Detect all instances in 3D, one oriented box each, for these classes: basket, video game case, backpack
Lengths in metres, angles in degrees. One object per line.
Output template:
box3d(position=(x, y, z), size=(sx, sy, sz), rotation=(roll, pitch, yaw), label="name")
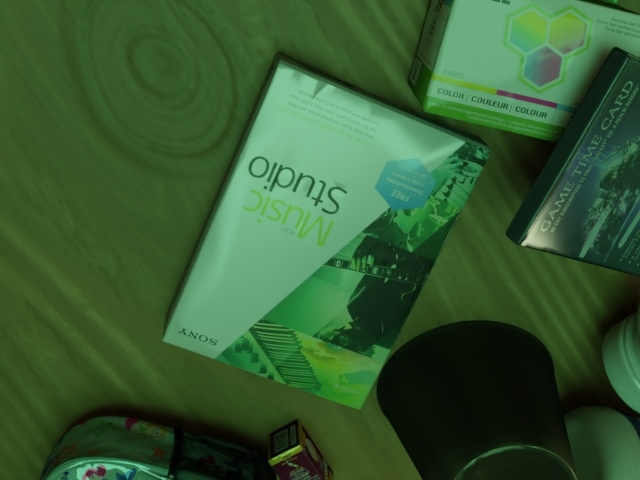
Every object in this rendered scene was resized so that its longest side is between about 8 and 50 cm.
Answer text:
box3d(position=(0.173, 0.202, 1.013), size=(0.204, 0.227, 0.154), rotation=(-9, 112, -1), label="basket")
box3d(position=(0.321, -0.060, 0.961), size=(0.274, 0.026, 0.196), rotation=(13, 113, -38), label="video game case")
box3d(position=(-0.192, 0.317, 1.063), size=(0.253, 0.191, 0.225), rotation=(21, 109, -6), label="backpack")

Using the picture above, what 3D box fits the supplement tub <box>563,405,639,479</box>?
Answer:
box3d(position=(0.402, 0.326, 1.075), size=(0.316, 0.228, 0.228), rotation=(17, 109, -10), label="supplement tub")

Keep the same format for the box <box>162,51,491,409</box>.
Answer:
box3d(position=(0.000, 0.000, 1.013), size=(0.232, 0.058, 0.322), rotation=(21, 109, -11), label="box")

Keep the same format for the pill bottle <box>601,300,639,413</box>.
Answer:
box3d(position=(0.416, 0.081, 0.973), size=(0.152, 0.152, 0.272), rotation=(30, 140, -14), label="pill bottle")

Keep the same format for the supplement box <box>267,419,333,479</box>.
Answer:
box3d(position=(-0.022, 0.256, 1.113), size=(0.043, 0.055, 0.083), rotation=(-28, 111, 7), label="supplement box")

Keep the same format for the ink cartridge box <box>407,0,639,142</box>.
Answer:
box3d(position=(0.208, -0.233, 0.914), size=(0.189, 0.097, 0.255), rotation=(11, 111, -8), label="ink cartridge box")
